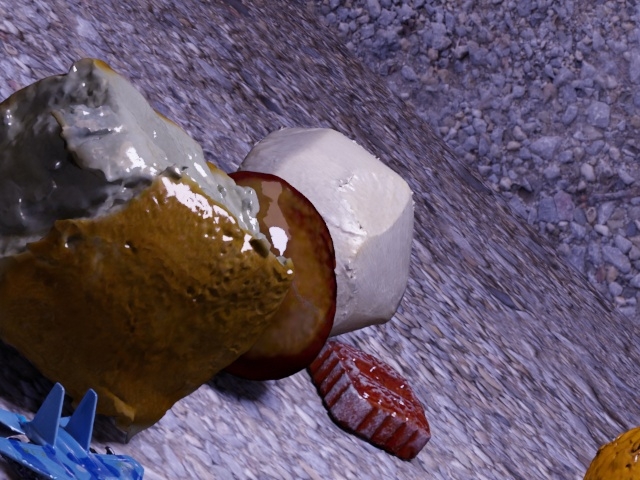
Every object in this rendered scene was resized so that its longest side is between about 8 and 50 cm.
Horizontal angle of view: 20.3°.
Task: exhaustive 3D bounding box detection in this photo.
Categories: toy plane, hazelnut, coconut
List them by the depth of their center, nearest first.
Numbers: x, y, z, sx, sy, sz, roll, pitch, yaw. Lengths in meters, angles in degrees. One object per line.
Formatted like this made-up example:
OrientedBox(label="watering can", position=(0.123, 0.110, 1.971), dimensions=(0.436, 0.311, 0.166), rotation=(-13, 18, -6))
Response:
OrientedBox(label="toy plane", position=(-0.174, 0.216, 1.430), dimensions=(0.169, 0.078, 0.246), rotation=(18, 30, -53))
OrientedBox(label="hazelnut", position=(-0.084, 0.045, 1.933), dimensions=(0.229, 0.229, 0.229), rotation=(36, 15, -12))
OrientedBox(label="coconut", position=(0.000, 0.000, 2.142), dimensions=(0.247, 0.245, 0.245), rotation=(35, 14, 9))

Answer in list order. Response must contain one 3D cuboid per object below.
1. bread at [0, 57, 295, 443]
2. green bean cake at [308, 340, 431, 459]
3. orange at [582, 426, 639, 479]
OrientedBox(label="bread", position=(-0.196, -0.003, 1.618), dimensions=(0.279, 0.250, 0.225), rotation=(45, 3, -41))
OrientedBox(label="green bean cake", position=(0.060, 0.183, 2.103), dimensions=(0.135, 0.056, 0.136), rotation=(28, 19, -31))
OrientedBox(label="orange", position=(0.408, 0.355, 1.876), dimensions=(0.293, 0.340, 0.340), rotation=(10, 18, -2))
